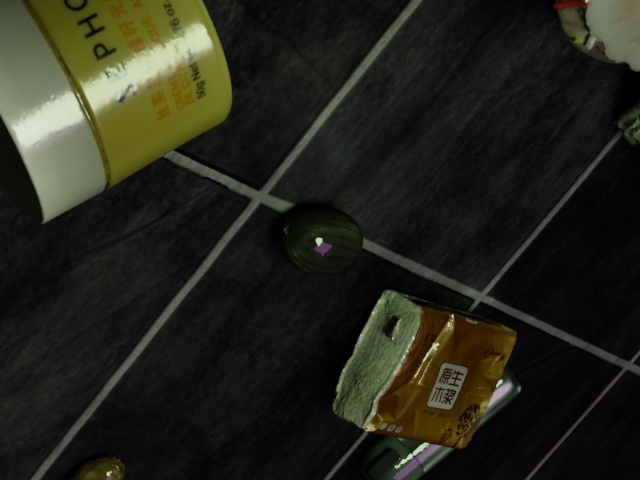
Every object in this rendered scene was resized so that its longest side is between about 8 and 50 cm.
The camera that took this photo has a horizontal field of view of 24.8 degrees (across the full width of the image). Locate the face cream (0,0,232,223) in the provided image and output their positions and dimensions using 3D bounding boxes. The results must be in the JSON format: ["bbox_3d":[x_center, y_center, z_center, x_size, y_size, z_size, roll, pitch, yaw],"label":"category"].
[{"bbox_3d":[-0.202,-0.150,1.174,0.179,0.218,0.218,-31,143,-17],"label":"face cream"}]

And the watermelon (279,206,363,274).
[{"bbox_3d":[0.000,0.000,1.636,0.110,0.078,0.078,6,123,-45],"label":"watermelon"}]

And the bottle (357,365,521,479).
[{"bbox_3d":[0.167,0.260,2.047,0.253,0.079,0.096,-38,165,-5],"label":"bottle"}]

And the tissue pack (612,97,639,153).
[{"bbox_3d":[0.547,-0.221,1.803,0.343,0.125,0.242,-36,180,-7],"label":"tissue pack"}]

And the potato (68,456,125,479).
[{"bbox_3d":[-0.270,0.283,1.701,0.092,0.046,0.045,-37,180,9],"label":"potato"}]

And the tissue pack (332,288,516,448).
[{"bbox_3d":[0.135,0.170,1.896,0.226,0.092,0.183,18,96,-49],"label":"tissue pack"}]

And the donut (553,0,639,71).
[{"bbox_3d":[0.403,-0.345,1.555,0.382,0.142,0.383,-19,148,-13],"label":"donut"}]
